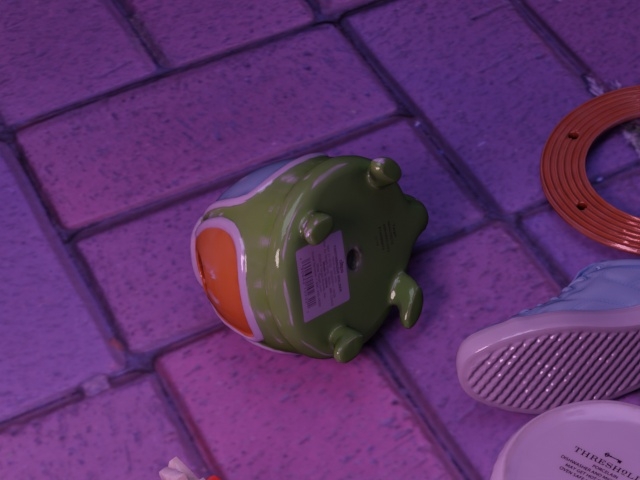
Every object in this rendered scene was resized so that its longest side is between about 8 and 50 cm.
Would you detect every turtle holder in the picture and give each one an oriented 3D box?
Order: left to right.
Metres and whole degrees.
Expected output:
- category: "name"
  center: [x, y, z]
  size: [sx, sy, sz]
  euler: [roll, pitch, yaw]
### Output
- category: "turtle holder"
  center: [-0.010, -0.009, 2.247]
  size: [0.227, 0.243, 0.320]
  euler: [6, 51, 38]

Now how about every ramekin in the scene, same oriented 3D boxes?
- category: "ramekin"
  center: [0.294, 0.287, 1.974]
  size: [0.272, 0.127, 0.273]
  euler: [-4, 43, 4]

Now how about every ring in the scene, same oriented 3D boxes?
- category: "ring"
  center: [0.451, -0.088, 2.424]
  size: [0.336, 0.032, 0.337]
  euler: [-3, 43, 3]

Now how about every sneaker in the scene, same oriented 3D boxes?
- category: "sneaker"
  center: [0.315, 0.097, 2.185]
  size: [0.366, 0.135, 0.150]
  euler: [-9, 35, -15]

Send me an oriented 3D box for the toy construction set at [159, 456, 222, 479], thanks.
- category: "toy construction set"
  center: [-0.188, 0.387, 1.924]
  size: [0.215, 0.151, 0.327]
  euler: [32, 66, 34]
